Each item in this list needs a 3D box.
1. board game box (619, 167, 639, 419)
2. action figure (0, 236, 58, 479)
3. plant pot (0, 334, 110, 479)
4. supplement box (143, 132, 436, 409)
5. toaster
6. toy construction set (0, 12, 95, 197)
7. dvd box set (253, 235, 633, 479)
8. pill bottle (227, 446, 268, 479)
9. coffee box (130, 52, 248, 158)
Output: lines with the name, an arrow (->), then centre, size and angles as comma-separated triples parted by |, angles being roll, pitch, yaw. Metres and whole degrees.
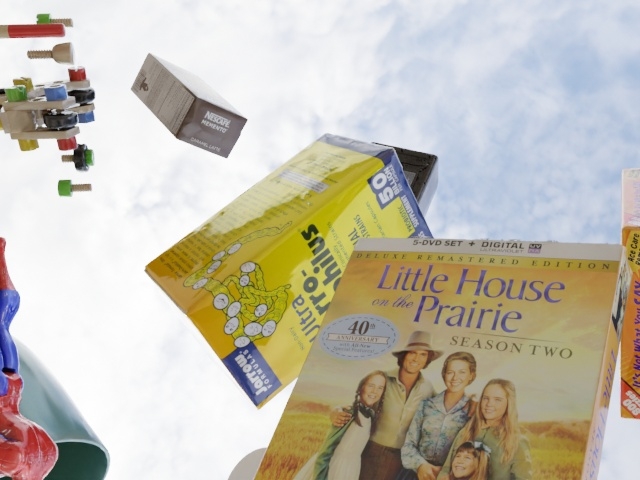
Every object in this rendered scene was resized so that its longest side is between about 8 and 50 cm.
board game box -> 0.721, 0.085, 1.224 | 0.356, 0.356, 0.356 | 0, -69, 23
action figure -> -0.333, 0.141, 0.646 | 0.139, 0.091, 0.280 | -25, -107, 2
plant pot -> -0.433, 0.232, 0.807 | 0.293, 0.293, 0.235 | -44, -117, 6
supplement box -> -0.037, 0.030, 1.010 | 0.356, 0.194, 0.195 | -39, -150, -15
toaster -> 0.161, -0.111, 1.541 | 0.168, 0.110, 0.186 | 14, -118, 22
toy construction set -> -0.558, -0.270, 1.279 | 0.237, 0.309, 0.257 | -3, -131, -7
dvd box set -> 0.106, 0.177, 0.664 | 0.307, 0.062, 0.420 | 3, -128, 34
pill bottle -> -0.023, 0.498, 1.232 | 0.188, 0.334, 0.188 | -20, -136, 20
coffee box -> -0.281, -0.287, 1.470 | 0.246, 0.141, 0.098 | 44, -71, 40
